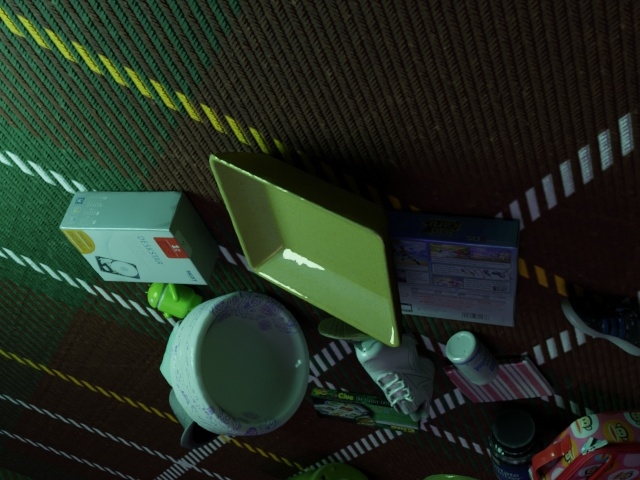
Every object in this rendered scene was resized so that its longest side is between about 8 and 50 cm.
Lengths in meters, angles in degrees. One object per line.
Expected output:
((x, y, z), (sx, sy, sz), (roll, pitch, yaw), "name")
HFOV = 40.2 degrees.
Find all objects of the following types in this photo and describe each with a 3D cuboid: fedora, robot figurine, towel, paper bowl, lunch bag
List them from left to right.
((-0.308, 0.120, 1.823), (0.115, 0.067, 0.101), (22, 149, -9), "robot figurine")
((-0.276, 0.373, 2.091), (0.124, 0.244, 0.275), (38, 162, 19), "fedora")
((-0.173, 0.252, 1.765), (0.284, 0.284, 0.148), (35, 147, -28), "paper bowl")
((0.375, 0.291, 1.840), (0.197, 0.029, 0.144), (-13, 138, 32), "towel")
((0.578, 0.470, 1.861), (0.258, 0.120, 0.293), (2, 139, -15), "lunch bag")

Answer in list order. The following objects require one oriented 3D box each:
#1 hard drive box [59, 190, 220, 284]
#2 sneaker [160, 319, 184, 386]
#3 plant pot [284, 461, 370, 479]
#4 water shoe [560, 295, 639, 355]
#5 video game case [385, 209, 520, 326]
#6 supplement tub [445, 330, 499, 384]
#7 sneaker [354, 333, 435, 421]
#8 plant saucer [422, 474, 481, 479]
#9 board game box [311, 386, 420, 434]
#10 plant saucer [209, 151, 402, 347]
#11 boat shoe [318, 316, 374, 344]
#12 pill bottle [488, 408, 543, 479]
((-0.332, -0.005, 1.627), (0.232, 0.089, 0.181), (0, 145, 21), "hard drive box")
((-0.241, 0.304, 1.946), (0.256, 0.094, 0.151), (32, 110, 16), "sneaker")
((-0.008, 0.819, 2.535), (0.366, 0.366, 0.353), (25, 133, -15), "plant pot")
((0.511, 0.130, 1.522), (0.203, 0.073, 0.080), (24, 125, -20), "water shoe")
((0.205, 0.048, 1.511), (0.269, 0.061, 0.244), (6, 146, 15), "video game case")
((0.303, 0.235, 1.742), (0.071, 0.071, 0.107), (-13, 139, 36), "supplement tub")
((0.165, 0.276, 1.769), (0.111, 0.129, 0.297), (-19, 146, 25), "sneaker")
((0.401, 0.724, 2.463), (0.241, 0.037, 0.241), (10, 147, 7), "plant saucer")
((0.113, 0.415, 2.128), (0.260, 0.030, 0.136), (7, 144, 13), "board game box")
((0.000, 0.000, 1.431), (0.333, 0.081, 0.333), (26, 152, 26), "plant saucer")
((0.071, 0.190, 1.784), (0.152, 0.056, 0.049), (3, 140, 18), "boat shoe")
((0.446, 0.471, 1.990), (0.123, 0.123, 0.219), (3, 145, 19), "pill bottle")
